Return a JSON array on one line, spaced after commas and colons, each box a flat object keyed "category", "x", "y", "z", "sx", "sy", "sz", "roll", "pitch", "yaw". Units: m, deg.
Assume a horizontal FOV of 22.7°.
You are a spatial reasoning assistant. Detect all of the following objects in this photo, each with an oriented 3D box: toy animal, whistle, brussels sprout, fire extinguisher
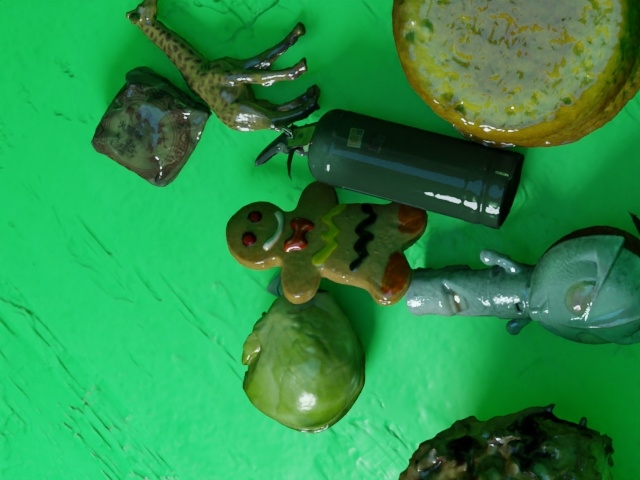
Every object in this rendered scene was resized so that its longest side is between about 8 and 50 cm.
[{"category": "toy animal", "x": -0.124, "y": -0.219, "z": 1.999, "sx": 0.275, "sy": 0.054, "sz": 0.149, "roll": 15, "pitch": 102, "yaw": 16}, {"category": "whistle", "x": 0.267, "y": 0.056, "z": 1.885, "sx": 0.346, "sy": 0.142, "sz": 0.134, "roll": -2, "pitch": 62, "yaw": 29}, {"category": "brussels sprout", "x": -0.013, "y": 0.154, "z": 1.993, "sx": 0.145, "sy": 0.131, "sz": 0.183, "roll": 33, "pitch": 114, "yaw": 32}, {"category": "fire extinguisher", "x": 0.082, "y": -0.091, "z": 1.926, "sx": 0.311, "sy": 0.095, "sz": 0.114, "roll": 17, "pitch": 68, "yaw": 15}]

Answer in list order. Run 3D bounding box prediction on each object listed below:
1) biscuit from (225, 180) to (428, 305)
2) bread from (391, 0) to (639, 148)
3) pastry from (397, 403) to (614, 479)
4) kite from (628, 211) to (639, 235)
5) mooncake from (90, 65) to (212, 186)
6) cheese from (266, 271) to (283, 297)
[{"category": "biscuit", "x": 0.000, "y": 0.000, "z": 1.961, "sx": 0.250, "sy": 0.036, "sz": 0.165, "roll": 8, "pitch": 66, "yaw": 16}, {"category": "bread", "x": 0.222, "y": -0.247, "z": 1.814, "sx": 0.312, "sy": 0.172, "sz": 0.312, "roll": 2, "pitch": 99, "yaw": 16}, {"category": "pastry", "x": 0.232, "y": 0.390, "z": 1.876, "sx": 0.337, "sy": 0.292, "sz": 0.405, "roll": -18, "pitch": 105, "yaw": 29}, {"category": "kite", "x": 0.454, "y": 0.042, "z": 1.846, "sx": 0.241, "sy": 0.014, "sz": 0.183, "roll": 30, "pitch": 127, "yaw": 11}, {"category": "mooncake", "x": -0.216, "y": -0.142, "z": 2.033, "sx": 0.125, "sy": 0.073, "sz": 0.130, "roll": 33, "pitch": 110, "yaw": 8}, {"category": "cheese", "x": -0.025, "y": 0.028, "z": 2.023, "sx": 0.067, "sy": 0.026, "sz": 0.121, "roll": 28, "pitch": 115, "yaw": 11}]
